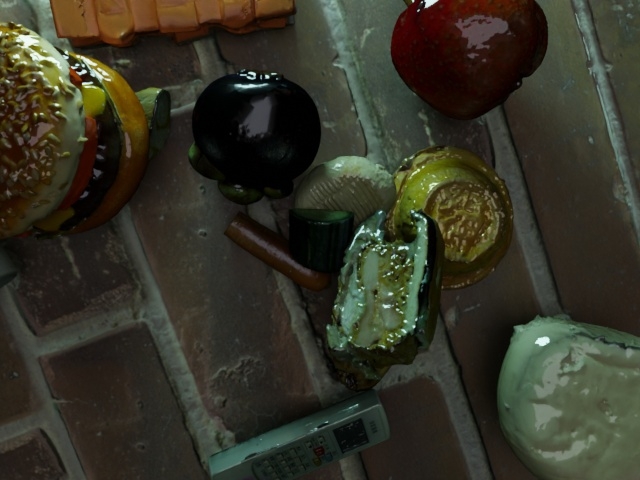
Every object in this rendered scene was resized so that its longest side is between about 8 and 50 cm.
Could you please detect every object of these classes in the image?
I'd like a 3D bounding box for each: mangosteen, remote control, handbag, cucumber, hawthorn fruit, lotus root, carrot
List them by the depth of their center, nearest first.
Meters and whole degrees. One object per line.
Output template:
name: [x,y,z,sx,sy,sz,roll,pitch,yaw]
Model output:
mangosteen: [-0.114,-0.177,0.920,0.243,0.243,0.242,0,94,-7]
handbag: [-0.260,-0.500,0.926,0.411,0.116,0.303,-9,98,-6]
hawthorn fruit: [0.237,-0.368,0.935,0.254,0.254,0.300,-44,86,-2]
cucumber: [0.000,0.000,0.937,0.117,0.062,0.115,3,126,-2]
carrot: [-0.074,0.027,1.004,0.225,0.067,0.067,31,90,-6]
remote control: [-0.035,0.394,1.009,0.344,0.050,0.145,-22,132,-5]
lotus root: [0.110,0.212,1.030,0.191,0.094,0.108,-37,118,-11]

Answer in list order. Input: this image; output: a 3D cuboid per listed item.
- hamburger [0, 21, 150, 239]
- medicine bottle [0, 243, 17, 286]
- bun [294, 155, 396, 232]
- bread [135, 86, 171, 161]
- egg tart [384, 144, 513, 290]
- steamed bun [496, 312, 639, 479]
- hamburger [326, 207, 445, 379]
hamburger: [-0.460,-0.157,0.821,0.330,0.250,0.329,0,92,13]
medicine bottle: [-0.679,-0.030,0.864,0.190,0.190,0.332,-35,97,-3]
bun: [0.045,-0.082,0.982,0.188,0.111,0.164,-33,115,19]
bread: [-0.329,-0.197,0.950,0.095,0.083,0.157,10,95,0]
egg tart: [0.253,-0.045,1.019,0.289,0.118,0.288,0,91,-5]
steamed bun: [0.488,0.303,1.010,0.334,0.233,0.311,20,93,1]
hamburger: [0.119,0.102,0.918,0.168,0.192,0.287,6,65,18]
